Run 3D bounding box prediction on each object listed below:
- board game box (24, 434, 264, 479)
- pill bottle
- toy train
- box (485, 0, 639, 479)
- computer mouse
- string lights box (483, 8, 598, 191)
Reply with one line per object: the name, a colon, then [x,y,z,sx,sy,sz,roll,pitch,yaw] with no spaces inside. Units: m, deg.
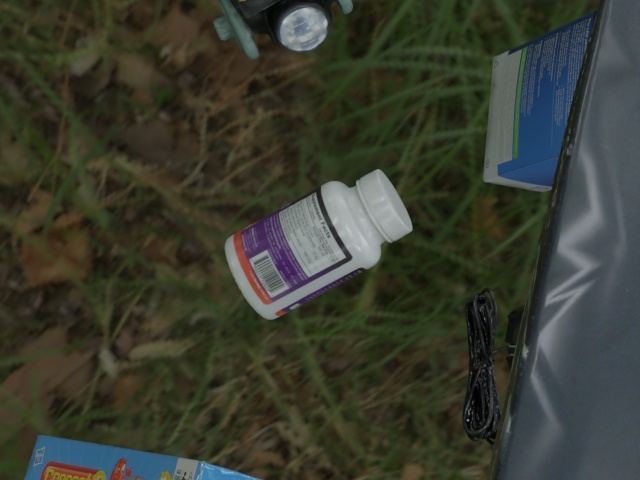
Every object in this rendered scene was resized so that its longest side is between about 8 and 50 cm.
board game box: [-0.061,0.254,1.418,0.302,0.308,0.086,23,76,-31]
pill bottle: [0.000,0.000,1.861,0.193,0.108,0.108,-28,84,12]
toy train: [-0.073,-0.314,1.551,0.142,0.190,0.334,-25,44,1]
box: [0.169,0.082,0.730,0.179,0.312,0.343,12,86,7]
computer mouse: [0.219,0.148,1.691,0.060,0.262,0.184,-1,93,-35]
string lights box: [0.248,-0.132,1.569,0.076,0.259,0.133,9,80,-21]
